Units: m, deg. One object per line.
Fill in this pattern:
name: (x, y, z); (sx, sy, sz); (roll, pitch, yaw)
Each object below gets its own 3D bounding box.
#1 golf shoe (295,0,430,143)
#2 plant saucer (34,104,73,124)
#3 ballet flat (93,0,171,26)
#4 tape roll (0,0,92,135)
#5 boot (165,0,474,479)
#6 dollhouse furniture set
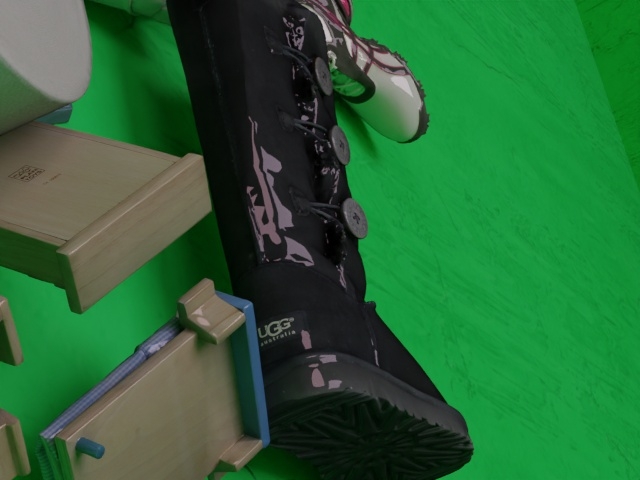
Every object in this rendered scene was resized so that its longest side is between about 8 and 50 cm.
golf shoe: (0.026, -0.219, 1.688); (0.273, 0.105, 0.120); (51, 43, -10)
plant saucer: (-0.276, -0.189, 1.167); (0.192, 0.018, 0.067); (64, 26, 2)
ballet flat: (-0.128, -0.279, 1.378); (0.139, 0.139, 0.400); (62, 23, 1)
tape roll: (-0.273, -0.256, 0.887); (0.392, 0.072, 0.392); (-24, 90, -83)
boot: (0.000, -0.001, 1.297); (0.367, 0.146, 0.445); (50, 21, -60)
dollhouse furniture set: (-0.208, 0.103, 0.953); (0.286, 0.198, 0.303); (-41, 135, -42)
